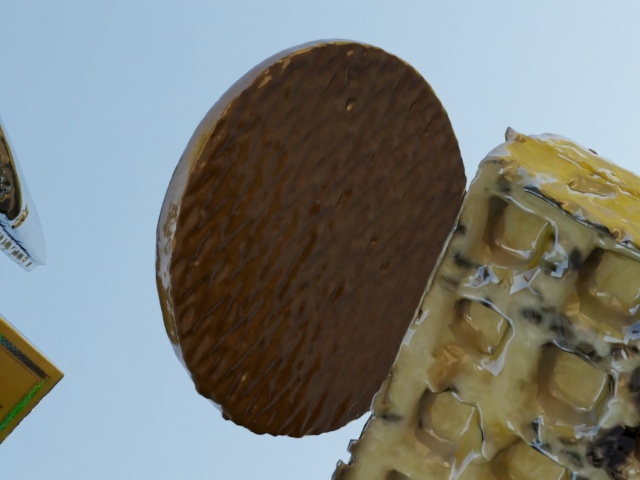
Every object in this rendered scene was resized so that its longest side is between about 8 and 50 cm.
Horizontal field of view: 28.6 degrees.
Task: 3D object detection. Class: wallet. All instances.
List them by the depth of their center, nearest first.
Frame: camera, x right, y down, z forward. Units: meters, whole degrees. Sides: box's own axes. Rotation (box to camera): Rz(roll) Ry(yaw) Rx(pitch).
[{"bbox_3d":[-0.259,-0.067,0.974,0.052,0.168,0.245,-19,-8,-9],"label":"wallet"}]

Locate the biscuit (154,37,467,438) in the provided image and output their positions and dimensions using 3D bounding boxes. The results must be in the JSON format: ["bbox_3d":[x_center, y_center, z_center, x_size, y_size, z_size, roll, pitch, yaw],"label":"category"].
[{"bbox_3d":[-0.001,0.000,0.807,0.262,0.037,0.262,-12,-71,-41],"label":"biscuit"}]

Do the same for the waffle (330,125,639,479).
[{"bbox_3d":[0.140,0.155,0.689,0.114,0.261,0.376,-25,-38,-56],"label":"waffle"}]

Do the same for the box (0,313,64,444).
[{"bbox_3d":[-0.348,0.138,0.851,0.301,0.084,0.193,-48,-46,-11],"label":"box"}]
